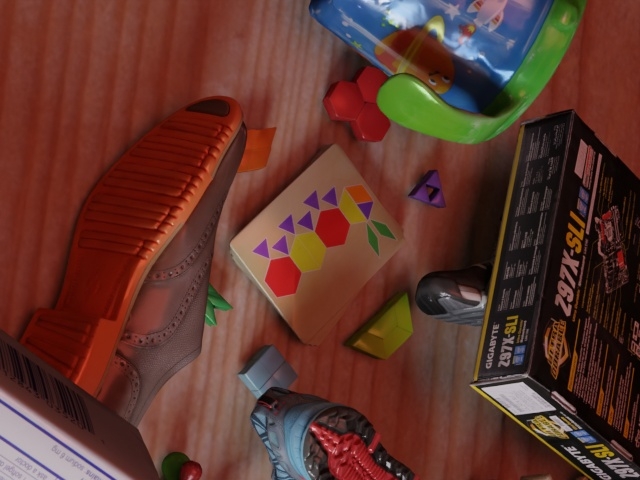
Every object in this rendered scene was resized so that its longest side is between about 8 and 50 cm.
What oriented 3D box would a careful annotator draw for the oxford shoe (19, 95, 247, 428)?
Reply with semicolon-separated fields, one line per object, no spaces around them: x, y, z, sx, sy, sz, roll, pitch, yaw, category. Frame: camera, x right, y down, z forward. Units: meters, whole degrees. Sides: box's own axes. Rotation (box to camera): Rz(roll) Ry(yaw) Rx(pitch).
-0.159;0.033;1.425;0.133;0.130;0.364;41;73;-42;oxford shoe

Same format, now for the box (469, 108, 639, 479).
0.285;0.063;1.630;0.257;0.079;0.322;37;55;-37;box

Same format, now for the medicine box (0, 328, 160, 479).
-0.322;0.219;1.224;0.263;0.149;0.289;40;93;-23;medicine box

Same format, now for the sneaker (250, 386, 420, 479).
0.013;0.227;1.513;0.104;0.125;0.262;-48;137;-22;sneaker

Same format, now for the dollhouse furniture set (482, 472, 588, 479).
0.170;0.315;1.500;0.262;0.259;0.135;-35;104;-44;dollhouse furniture set

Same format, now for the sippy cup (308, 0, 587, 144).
0.119;-0.252;1.551;0.224;0.305;0.240;27;103;-16;sippy cup

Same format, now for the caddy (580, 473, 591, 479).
0.432;0.355;1.722;0.341;0.179;0.241;14;56;-30;caddy

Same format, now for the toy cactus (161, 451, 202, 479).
-0.116;0.302;1.401;0.180;0.112;0.219;21;61;-68;toy cactus

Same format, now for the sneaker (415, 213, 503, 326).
0.185;0.026;1.644;0.228;0.086;0.132;17;71;-45;sneaker

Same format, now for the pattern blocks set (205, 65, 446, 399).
0.000;0.000;1.562;0.325;0.026;0.285;-36;105;-28;pattern blocks set
